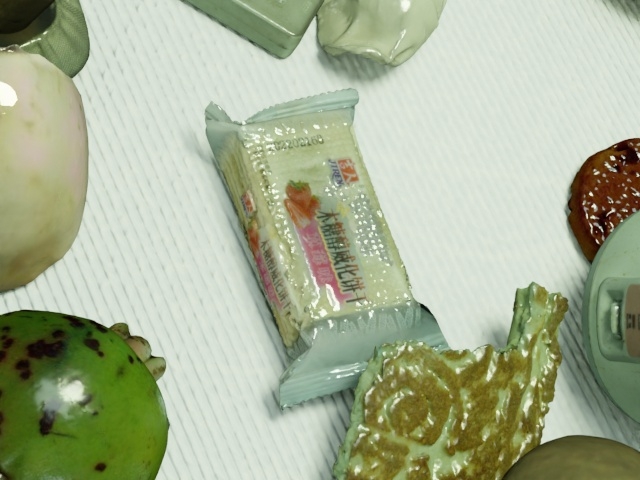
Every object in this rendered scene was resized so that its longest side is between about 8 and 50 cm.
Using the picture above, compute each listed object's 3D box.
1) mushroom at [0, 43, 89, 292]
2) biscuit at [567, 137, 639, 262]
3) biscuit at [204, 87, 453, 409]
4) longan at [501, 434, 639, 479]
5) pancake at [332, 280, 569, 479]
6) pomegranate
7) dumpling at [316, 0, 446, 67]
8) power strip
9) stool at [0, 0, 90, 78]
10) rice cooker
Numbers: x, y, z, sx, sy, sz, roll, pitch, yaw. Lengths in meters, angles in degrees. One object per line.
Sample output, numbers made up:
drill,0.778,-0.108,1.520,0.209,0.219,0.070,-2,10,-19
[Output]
mushroom,-0.303,-0.060,1.210,0.236,0.162,0.173,-8,68,-22
biscuit,0.365,-0.026,1.521,0.192,0.049,0.192,5,68,-12
biscuit,0.004,0.000,1.350,0.186,0.079,0.309,-10,69,-25
longan,0.245,0.305,1.222,0.246,0.215,0.246,11,40,-10
pancake,0.103,0.174,1.296,0.376,0.054,0.197,-38,106,-24
pomegranate,-0.215,0.142,1.153,0.202,0.202,0.248,41,28,1
dumpling,0.064,-0.261,1.497,0.134,0.100,0.169,21,79,29
power strip,-0.134,-0.304,1.454,0.288,0.053,0.093,31,60,-6
stool,-0.371,-0.293,1.257,0.310,0.226,0.310,-15,74,-26
rice cooker,0.418,0.077,1.327,0.264,0.316,0.317,5,64,-28
